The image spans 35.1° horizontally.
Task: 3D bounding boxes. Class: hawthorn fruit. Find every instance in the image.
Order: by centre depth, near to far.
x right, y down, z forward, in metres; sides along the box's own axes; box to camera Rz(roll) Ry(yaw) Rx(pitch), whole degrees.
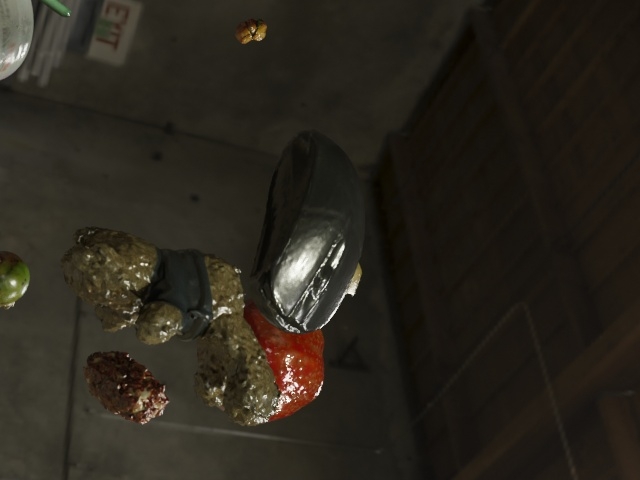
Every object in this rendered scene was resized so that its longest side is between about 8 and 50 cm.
[{"bbox_3d":[-0.111,0.195,1.661,0.205,0.253,0.205,-13,-111,37],"label":"hawthorn fruit"}]

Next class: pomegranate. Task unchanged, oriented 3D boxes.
[{"bbox_3d":[-0.703,0.086,2.220,0.130,0.130,0.130,-168,-90,-68],"label":"pomegranate"}]

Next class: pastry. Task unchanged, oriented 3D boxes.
[{"bbox_3d":[-0.414,0.310,2.132,0.208,0.097,0.115,29,-54,35],"label":"pastry"}]

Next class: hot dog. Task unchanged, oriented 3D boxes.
[{"bbox_3d":[-0.132,-0.399,1.912,0.144,0.062,0.038,-102,178,-72],"label":"hot dog"}]

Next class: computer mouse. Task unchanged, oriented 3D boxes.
[{"bbox_3d":[-0.001,-0.017,1.223,0.086,0.137,0.270,-8,-121,35],"label":"computer mouse"}]

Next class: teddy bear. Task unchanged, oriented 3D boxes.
[{"bbox_3d":[-0.138,0.067,1.010,0.129,0.251,0.182,-55,-162,-15],"label":"teddy bear"}]

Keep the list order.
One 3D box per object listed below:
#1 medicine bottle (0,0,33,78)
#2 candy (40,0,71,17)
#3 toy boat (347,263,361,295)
[{"bbox_3d":[-0.637,-0.338,1.554,0.325,0.256,0.256,-35,160,-51],"label":"medicine bottle"},{"bbox_3d":[-0.404,-0.340,1.115,0.083,0.305,0.091,-57,-170,-25],"label":"candy"},{"bbox_3d":[0.000,0.000,1.593,0.077,0.057,0.201,-28,-106,15],"label":"toy boat"}]
